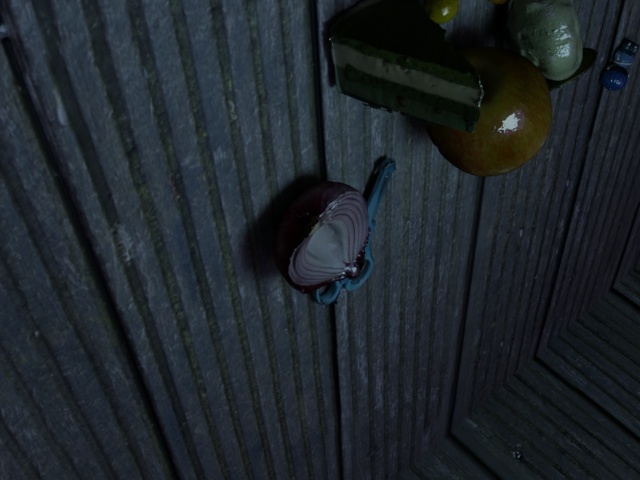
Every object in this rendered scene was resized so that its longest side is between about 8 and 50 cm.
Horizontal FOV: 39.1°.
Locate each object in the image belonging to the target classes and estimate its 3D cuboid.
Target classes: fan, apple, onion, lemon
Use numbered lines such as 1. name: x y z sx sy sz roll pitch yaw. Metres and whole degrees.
1. fan: 0.511 -0.394 2.012 0.011 0.229 0.335 61 36 -23
2. apple: 0.331 -0.268 1.824 0.264 0.264 0.264 -33 146 -27
3. onion: 0.000 0.000 1.811 0.227 0.120 0.283 -48 146 -8
4. lemon: 0.228 -0.440 1.690 0.083 0.062 0.062 -44 152 -38

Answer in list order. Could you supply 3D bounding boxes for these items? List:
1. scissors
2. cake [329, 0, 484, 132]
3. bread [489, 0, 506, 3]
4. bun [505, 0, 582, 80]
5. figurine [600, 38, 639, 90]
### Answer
1. scissors: 0.085 -0.015 1.995 0.180 0.032 0.393 -16 137 -44
2. cake: 0.183 -0.320 1.568 0.172 0.283 0.158 -54 154 -27
3. bread: 0.369 -0.521 1.797 0.062 0.049 0.103 -4 128 -51
4. bun: 0.455 -0.441 1.859 0.141 0.239 0.239 -15 148 7
5. figurine: 0.807 -0.465 2.409 0.077 0.079 0.136 18 121 -14
